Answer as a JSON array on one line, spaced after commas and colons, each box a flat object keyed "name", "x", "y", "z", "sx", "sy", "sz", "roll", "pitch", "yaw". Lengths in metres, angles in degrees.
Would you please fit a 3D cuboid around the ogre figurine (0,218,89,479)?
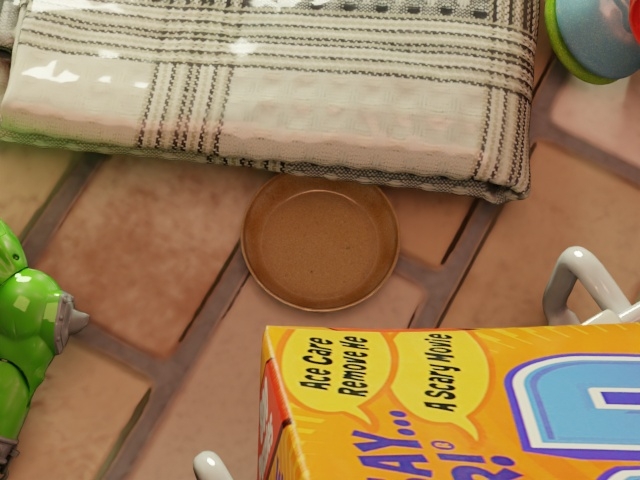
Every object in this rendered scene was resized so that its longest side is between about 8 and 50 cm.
[{"name": "ogre figurine", "x": -0.197, "y": 0.027, "z": 0.696, "sx": 0.118, "sy": 0.097, "sz": 0.197, "roll": -41, "pitch": 67, "yaw": -7}]

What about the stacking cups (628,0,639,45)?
[{"name": "stacking cups", "x": 0.264, "y": -0.211, "z": 0.793, "sx": 0.096, "sy": 0.096, "sz": 0.316, "roll": 35, "pitch": 66, "yaw": 11}]

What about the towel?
[{"name": "towel", "x": -0.038, "y": -0.178, "z": 0.795, "sx": 0.324, "sy": 0.056, "sz": 0.312, "roll": 6, "pitch": 65, "yaw": 1}]

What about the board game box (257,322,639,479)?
[{"name": "board game box", "x": 0.170, "y": 0.245, "z": 0.399, "sx": 0.356, "sy": 0.356, "sz": 0.357, "roll": 0, "pitch": 106, "yaw": -7}]

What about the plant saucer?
[{"name": "plant saucer", "x": 0.000, "y": 0.000, "z": 0.756, "sx": 0.083, "sy": 0.015, "sz": 0.083, "roll": 1, "pitch": 68, "yaw": -1}]

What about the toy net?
[{"name": "toy net", "x": 0.185, "y": -0.198, "z": 0.811, "sx": 0.122, "sy": 0.045, "sz": 0.232, "roll": 46, "pitch": 61, "yaw": -15}]

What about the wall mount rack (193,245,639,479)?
[{"name": "wall mount rack", "x": 0.107, "y": 0.179, "z": 0.638, "sx": 0.350, "sy": 0.130, "sz": 0.304, "roll": -28, "pitch": 70, "yaw": -11}]
